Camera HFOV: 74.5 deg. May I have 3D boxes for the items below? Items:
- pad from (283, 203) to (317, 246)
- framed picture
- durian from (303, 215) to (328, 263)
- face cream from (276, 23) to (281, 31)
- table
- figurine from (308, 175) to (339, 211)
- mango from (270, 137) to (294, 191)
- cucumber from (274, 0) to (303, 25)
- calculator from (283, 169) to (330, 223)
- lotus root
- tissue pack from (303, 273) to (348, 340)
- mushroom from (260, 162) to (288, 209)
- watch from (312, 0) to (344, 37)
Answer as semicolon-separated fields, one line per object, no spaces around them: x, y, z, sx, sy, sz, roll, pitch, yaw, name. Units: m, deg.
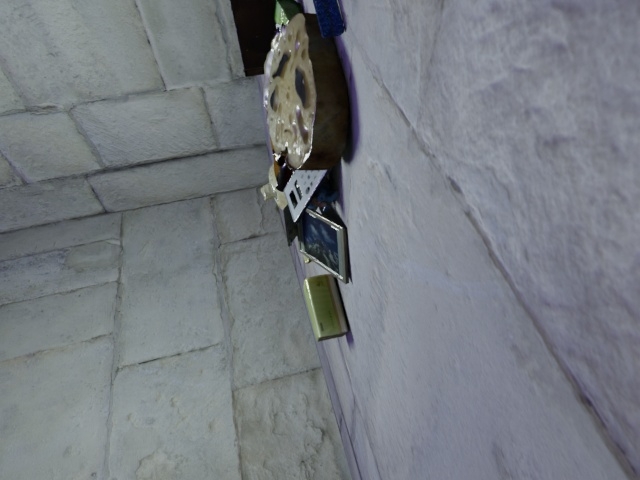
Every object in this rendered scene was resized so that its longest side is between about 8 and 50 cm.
-0.064;-0.114;1.515;0.265;0.009;0.159;-57;-30;-46;pad
0.000;0.000;1.378;0.281;0.019;0.209;30;134;48;framed picture
-0.007;-0.018;1.534;0.146;0.102;0.208;-112;36;-42;durian
-0.081;-0.542;1.264;0.070;0.114;0.224;-61;-5;-14;face cream
-0.189;-0.704;1.428;0.282;0.196;0.250;-120;18;-72;table
-0.003;-0.163;1.294;0.178;0.114;0.144;29;108;64;figurine
-0.083;-0.294;1.378;0.287;0.153;0.201;91;174;-52;mango
-0.084;-0.639;1.236;0.116;0.062;0.115;60;173;0;cucumber
-0.036;-0.190;1.241;0.261;0.021;0.161;-56;39;33;calculator
-0.047;-0.364;1.062;0.390;0.111;0.375;-122;31;-44;lotus root
0.016;0.258;1.616;0.159;0.125;0.234;103;155;-71;tissue pack
-0.170;-0.242;1.914;0.246;0.202;0.246;157;90;-80;mushroom
-0.005;-0.594;0.809;0.276;0.068;0.274;93;158;-59;watch
